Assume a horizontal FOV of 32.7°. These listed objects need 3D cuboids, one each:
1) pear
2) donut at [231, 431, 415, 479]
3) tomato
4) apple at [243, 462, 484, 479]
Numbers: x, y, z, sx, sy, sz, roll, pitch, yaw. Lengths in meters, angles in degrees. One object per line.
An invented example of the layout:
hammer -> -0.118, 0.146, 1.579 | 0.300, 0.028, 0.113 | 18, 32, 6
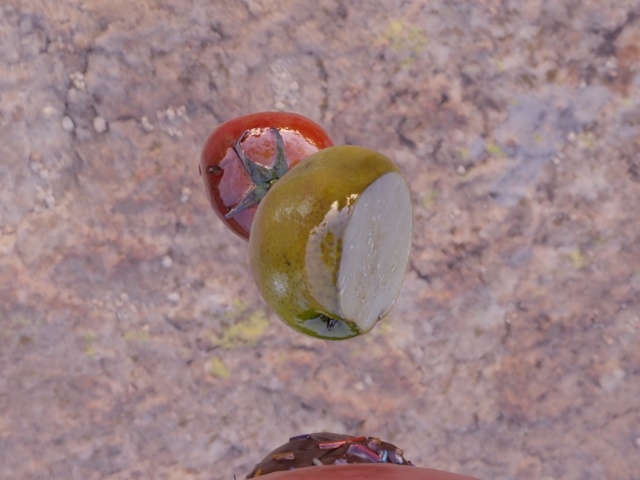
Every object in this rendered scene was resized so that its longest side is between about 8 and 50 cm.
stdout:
pear -> 0.000, 0.000, 0.786 | 0.104, 0.141, 0.141 | 7, 131, 25
donut -> -0.008, 0.257, 0.899 | 0.216, 0.096, 0.230 | -30, 126, -45
tomato -> -0.054, -0.069, 1.246 | 0.167, 0.167, 0.167 | -11, 125, -16
apple -> 0.008, 0.242, 0.321 | 0.270, 0.344, 0.344 | -7, 124, -8
